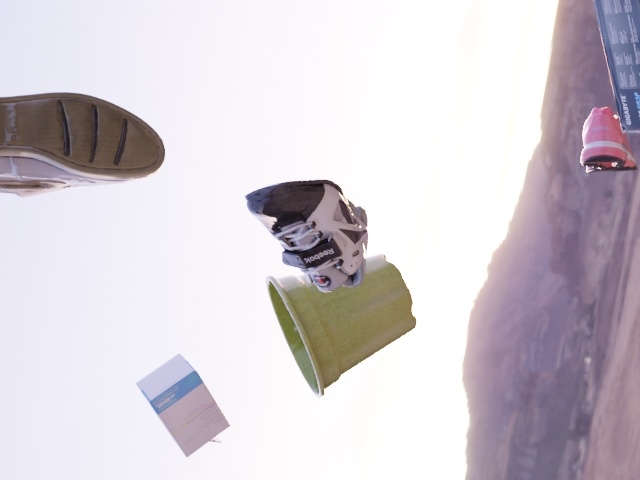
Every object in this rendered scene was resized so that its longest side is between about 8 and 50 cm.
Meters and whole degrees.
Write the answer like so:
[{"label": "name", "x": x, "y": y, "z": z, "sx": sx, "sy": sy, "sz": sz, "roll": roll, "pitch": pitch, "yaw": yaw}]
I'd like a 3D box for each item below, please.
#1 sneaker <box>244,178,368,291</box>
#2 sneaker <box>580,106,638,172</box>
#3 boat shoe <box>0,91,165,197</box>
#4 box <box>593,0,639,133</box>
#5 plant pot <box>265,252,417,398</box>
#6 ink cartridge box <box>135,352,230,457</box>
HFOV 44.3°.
[{"label": "sneaker", "x": 0.000, "y": 0.000, "z": 1.214, "sx": 0.330, "sy": 0.122, "sz": 0.146, "roll": 22, "pitch": -122, "yaw": -60}, {"label": "sneaker", "x": 0.663, "y": -0.231, "z": 1.797, "sx": 0.314, "sy": 0.115, "sz": 0.136, "roll": 4, "pitch": -94, "yaw": -67}, {"label": "boat shoe", "x": -0.348, "y": -0.114, "z": 0.968, "sx": 0.103, "sy": 0.302, "sz": 0.113, "roll": 130, "pitch": 142, "yaw": -57}, {"label": "box", "x": 0.347, "y": -0.246, "z": 0.796, "sx": 0.175, "sy": 0.051, "sz": 0.220, "roll": -42, "pitch": -58, "yaw": -29}, {"label": "plant pot", "x": 0.054, "y": 0.155, "z": 1.661, "sx": 0.276, "sy": 0.253, "sz": 0.276, "roll": 157, "pitch": 90, "yaw": -79}, {"label": "ink cartridge box", "x": -0.222, "y": 0.278, "z": 1.297, "sx": 0.090, "sy": 0.092, "sz": 0.143, "roll": -34, "pitch": -67, "yaw": -17}]
